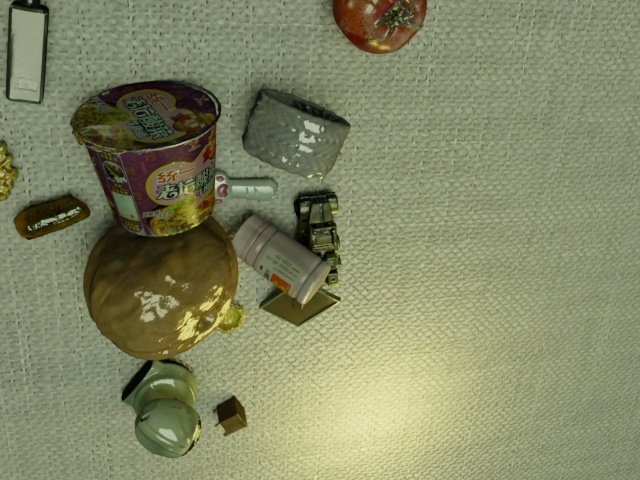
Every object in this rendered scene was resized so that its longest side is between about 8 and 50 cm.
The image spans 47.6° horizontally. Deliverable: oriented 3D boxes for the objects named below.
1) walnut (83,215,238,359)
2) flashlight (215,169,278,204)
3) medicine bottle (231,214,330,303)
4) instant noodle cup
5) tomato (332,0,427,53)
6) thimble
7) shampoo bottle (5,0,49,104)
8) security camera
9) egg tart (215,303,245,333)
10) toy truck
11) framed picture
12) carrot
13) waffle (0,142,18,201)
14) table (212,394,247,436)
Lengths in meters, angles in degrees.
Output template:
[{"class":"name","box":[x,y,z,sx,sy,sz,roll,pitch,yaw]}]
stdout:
[{"class":"walnut","box":[-0.395,0.107,1.802,0.384,0.383,0.383,-7,118,-14]},{"class":"flashlight","box":[-0.208,-0.135,1.917,0.201,0.047,0.093,2,115,-17]},{"class":"medicine bottle","box":[-0.107,0.048,1.927,0.250,0.133,0.133,36,104,8]},{"class":"instant noodle cup","box":[-0.390,-0.184,1.700,0.340,0.339,0.265,-9,128,-12]},{"class":"tomato","box":[0.136,-0.561,1.728,0.232,0.188,0.232,-13,134,-14]},{"class":"thimble","box":[-0.064,-0.263,1.799,0.246,0.217,0.157,18,108,-16]},{"class":"shampoo bottle","box":[-0.650,-0.433,1.613,0.080,0.079,0.246,4,114,-20]},{"class":"security camera","box":[-0.430,0.482,2.027,0.191,0.277,0.197,36,101,-27]},{"class":"egg tart","box":[-0.268,0.217,2.081,0.105,0.039,0.105,-7,118,-14]},{"class":"toy truck","box":[-0.001,-0.004,2.004,0.127,0.127,0.257,-8,114,-12]},{"class":"framed picture","box":[-0.060,0.181,2.080,0.150,0.015,0.203,28,138,-26]},{"class":"carrot","box":[-0.666,-0.060,1.797,0.173,0.082,0.082,-24,120,-6]},{"class":"waffle","box":[-0.819,-0.150,1.724,0.192,0.046,0.160,-8,120,-13]},{"class":"table","box":[-0.278,0.540,2.217,0.082,0.083,0.070,-28,123,3]}]
